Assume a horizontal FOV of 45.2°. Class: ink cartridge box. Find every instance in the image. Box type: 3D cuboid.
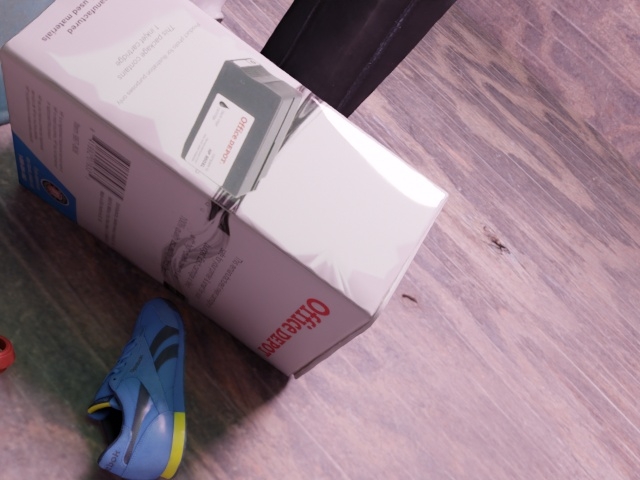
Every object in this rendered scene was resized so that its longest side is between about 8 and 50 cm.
[{"bbox_3d":[-0.111,-0.054,0.803,0.395,0.285,0.166,37,64,-3],"label":"ink cartridge box"}]

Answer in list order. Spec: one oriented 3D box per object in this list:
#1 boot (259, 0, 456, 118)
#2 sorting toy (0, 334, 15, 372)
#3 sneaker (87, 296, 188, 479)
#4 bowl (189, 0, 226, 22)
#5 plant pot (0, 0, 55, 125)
[{"bbox_3d":[-0.039,-0.276,1.017,0.146,0.445,0.367,5,45,-39],"label":"boot"},{"bbox_3d":[-0.326,0.102,0.680,0.102,0.042,0.061,21,20,-3],"label":"sorting toy"},{"bbox_3d":[-0.178,0.132,0.746,0.082,0.069,0.209,15,40,-24],"label":"sneaker"},{"bbox_3d":[-0.234,-0.364,1.145,0.298,0.298,0.134,-39,107,-56],"label":"bowl"},{"bbox_3d":[-0.426,-0.365,0.874,0.341,0.334,0.341,25,35,-19],"label":"plant pot"}]
